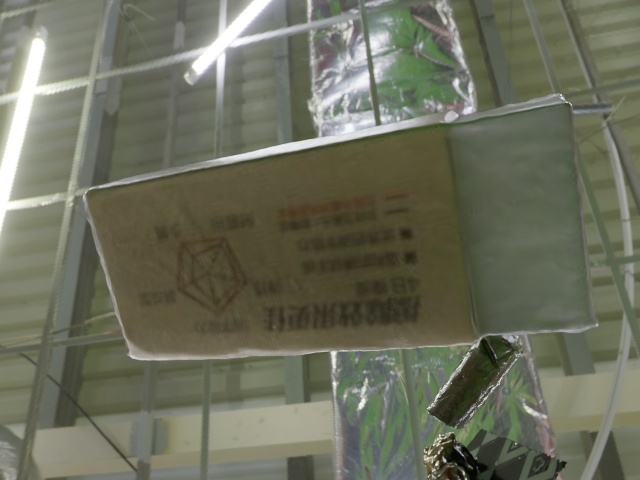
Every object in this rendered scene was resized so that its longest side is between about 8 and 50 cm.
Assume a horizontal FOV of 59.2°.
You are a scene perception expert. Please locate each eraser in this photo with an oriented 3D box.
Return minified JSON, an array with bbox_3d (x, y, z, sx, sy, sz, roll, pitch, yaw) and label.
[{"bbox_3d":[0.000,0.000,0.401,0.343,0.078,0.144,-7,-76,22],"label":"eraser"}]

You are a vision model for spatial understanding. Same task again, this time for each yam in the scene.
[{"bbox_3d":[0.182,0.160,0.661,0.054,0.054,0.132,39,-75,28],"label":"yam"}]

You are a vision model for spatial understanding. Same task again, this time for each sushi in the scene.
[{"bbox_3d":[0.052,0.143,0.286,0.026,0.120,0.126,42,-100,5],"label":"sushi"}]
